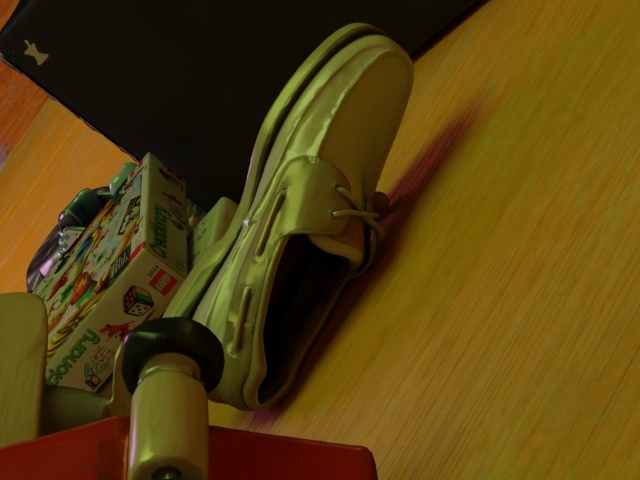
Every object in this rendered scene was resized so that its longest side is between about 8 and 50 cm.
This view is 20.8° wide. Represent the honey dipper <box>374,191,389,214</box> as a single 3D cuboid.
[{"bbox_3d":[0.000,0.000,1.387,0.161,0.030,0.030,-36,23,41],"label":"honey dipper"}]

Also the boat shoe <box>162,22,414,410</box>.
[{"bbox_3d":[-0.003,-0.012,1.288,0.103,0.113,0.302,28,92,43],"label":"boat shoe"}]

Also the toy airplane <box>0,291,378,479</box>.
[{"bbox_3d":[-0.195,0.217,1.019,0.384,0.272,0.386,22,58,39],"label":"toy airplane"}]

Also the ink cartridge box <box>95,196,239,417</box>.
[{"bbox_3d":[-0.174,0.121,1.556,0.333,0.065,0.165,-45,17,22],"label":"ink cartridge box"}]

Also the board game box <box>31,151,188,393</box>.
[{"bbox_3d":[-0.198,0.044,1.580,0.193,0.053,0.305,-50,15,11],"label":"board game box"}]

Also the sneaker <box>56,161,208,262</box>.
[{"bbox_3d":[-0.233,0.004,1.864,0.283,0.122,0.110,-40,20,39],"label":"sneaker"}]

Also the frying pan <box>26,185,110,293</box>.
[{"bbox_3d":[-0.358,0.052,2.266,0.326,0.053,0.197,-55,15,-19],"label":"frying pan"}]

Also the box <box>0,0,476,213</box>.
[{"bbox_3d":[-0.016,-0.363,1.718,0.480,0.297,0.471,-36,21,45],"label":"box"}]
